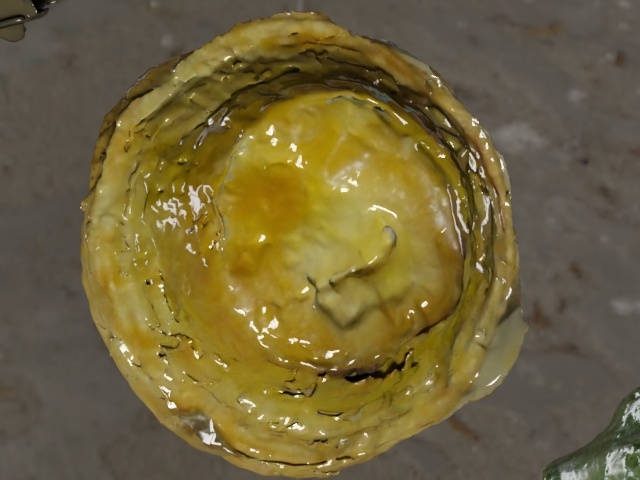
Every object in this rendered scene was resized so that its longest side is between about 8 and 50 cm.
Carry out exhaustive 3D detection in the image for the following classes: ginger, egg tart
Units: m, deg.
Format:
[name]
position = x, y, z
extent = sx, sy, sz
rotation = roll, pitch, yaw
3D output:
[ginger]
position = 0.281, 0.151, 1.336
extent = 0.089, 0.290, 0.137
rotation = 46, 14, -4
[egg tart]
position = -0.002, -0.004, 1.195
extent = 0.341, 0.129, 0.341
rotation = 3, 80, -16

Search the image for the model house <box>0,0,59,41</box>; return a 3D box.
[model house]
position = -0.306, -0.177, 1.198
extent = 0.243, 0.204, 0.211
rotation = -10, 23, 19
